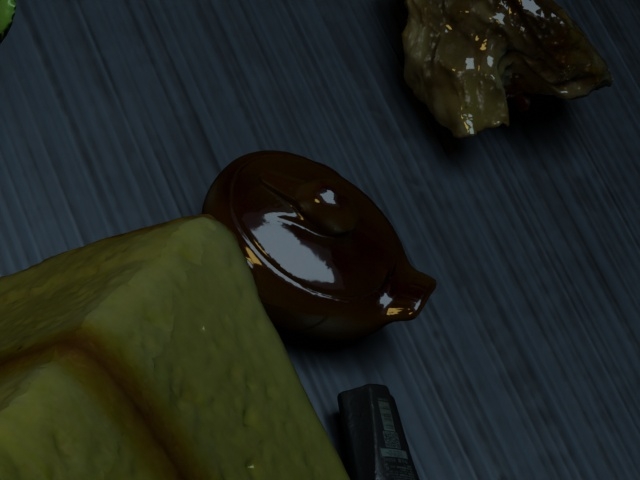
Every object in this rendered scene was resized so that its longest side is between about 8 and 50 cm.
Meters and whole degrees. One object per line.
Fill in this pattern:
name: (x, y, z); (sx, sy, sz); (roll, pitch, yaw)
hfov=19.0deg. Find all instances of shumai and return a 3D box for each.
shumai: (0.096, -0.124, 1.149); (0.139, 0.105, 0.123); (57, 9, 7)

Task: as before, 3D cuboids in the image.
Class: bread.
bread: (-0.083, 0.206, 0.808); (0.362, 0.245, 0.233); (60, 30, -16)

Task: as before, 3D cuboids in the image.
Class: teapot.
teapot: (0.000, 0.000, 1.004); (0.129, 0.078, 0.098); (37, 49, 2)

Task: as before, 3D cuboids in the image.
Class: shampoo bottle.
shampoo bottle: (0.036, 0.138, 0.957); (0.048, 0.027, 0.137); (8, 54, -32)

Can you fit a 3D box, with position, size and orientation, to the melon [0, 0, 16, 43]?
melon: (-0.257, -0.109, 0.942); (0.169, 0.129, 0.265); (41, 44, -23)
